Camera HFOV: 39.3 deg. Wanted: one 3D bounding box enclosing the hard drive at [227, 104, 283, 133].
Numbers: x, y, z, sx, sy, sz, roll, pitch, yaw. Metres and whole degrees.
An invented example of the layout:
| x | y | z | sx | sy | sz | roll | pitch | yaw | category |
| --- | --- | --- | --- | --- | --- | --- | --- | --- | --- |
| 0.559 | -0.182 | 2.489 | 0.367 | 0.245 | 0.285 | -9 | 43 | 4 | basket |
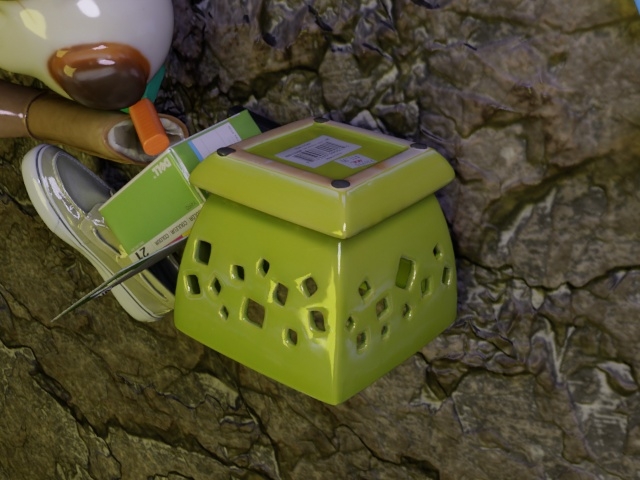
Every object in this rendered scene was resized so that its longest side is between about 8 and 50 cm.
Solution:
| x | y | z | sx | sy | sz | roll | pitch | yaw | category |
| --- | --- | --- | --- | --- | --- | --- | --- | --- | --- |
| -0.074 | -0.084 | 1.072 | 0.094 | 0.022 | 0.135 | 28 | 132 | 27 | hard drive |

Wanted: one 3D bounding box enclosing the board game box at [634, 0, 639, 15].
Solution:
| x | y | z | sx | sy | sz | roll | pitch | yaw | category |
| --- | --- | --- | --- | --- | --- | --- | --- | --- | --- |
| 0.272 | -0.267 | 0.624 | 0.160 | 0.047 | 0.210 | -17 | 102 | 47 | board game box |

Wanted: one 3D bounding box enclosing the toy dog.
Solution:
| x | y | z | sx | sy | sz | roll | pitch | yaw | category |
| --- | --- | --- | --- | --- | --- | --- | --- | --- | --- |
| -0.262 | -0.342 | 0.923 | 0.284 | 0.395 | 0.408 | -113 | 20 | -48 | toy dog |

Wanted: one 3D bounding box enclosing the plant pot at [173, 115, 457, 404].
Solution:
| x | y | z | sx | sy | sz | roll | pitch | yaw | category |
| --- | --- | --- | --- | --- | --- | --- | --- | --- | --- |
| 0.000 | 0.000 | 0.916 | 0.227 | 0.228 | 0.207 | 21 | 121 | 33 | plant pot |

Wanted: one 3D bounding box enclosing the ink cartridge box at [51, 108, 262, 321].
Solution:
| x | y | z | sx | sy | sz | roll | pitch | yaw | category |
| --- | --- | --- | --- | --- | --- | --- | --- | --- | --- |
| -0.188 | -0.029 | 1.002 | 0.189 | 0.255 | 0.097 | -29 | 94 | 48 | ink cartridge box |

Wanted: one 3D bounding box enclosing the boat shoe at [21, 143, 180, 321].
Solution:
| x | y | z | sx | sy | sz | roll | pitch | yaw | category |
| --- | --- | --- | --- | --- | --- | --- | --- | --- | --- |
| -0.289 | -0.018 | 1.252 | 0.094 | 0.109 | 0.302 | -23 | 115 | 31 | boat shoe |

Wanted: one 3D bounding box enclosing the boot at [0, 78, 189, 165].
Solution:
| x | y | z | sx | sy | sz | roll | pitch | yaw | category |
| --- | --- | --- | --- | --- | --- | --- | --- | --- | --- |
| -0.341 | -0.153 | 1.133 | 0.269 | 0.236 | 0.089 | 18 | 110 | 38 | boot |

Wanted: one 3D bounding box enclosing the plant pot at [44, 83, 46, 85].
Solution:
| x | y | z | sx | sy | sz | roll | pitch | yaw | category |
| --- | --- | --- | --- | --- | --- | --- | --- | --- | --- |
| -0.318 | -0.235 | 1.156 | 0.081 | 0.083 | 0.081 | 8 | 119 | 39 | plant pot |

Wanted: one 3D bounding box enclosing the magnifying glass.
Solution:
| x | y | z | sx | sy | sz | roll | pitch | yaw | category |
| --- | --- | --- | --- | --- | --- | --- | --- | --- | --- |
| -0.213 | -0.165 | 1.044 | 0.026 | 0.092 | 0.231 | 64 | 177 | -38 | magnifying glass |
